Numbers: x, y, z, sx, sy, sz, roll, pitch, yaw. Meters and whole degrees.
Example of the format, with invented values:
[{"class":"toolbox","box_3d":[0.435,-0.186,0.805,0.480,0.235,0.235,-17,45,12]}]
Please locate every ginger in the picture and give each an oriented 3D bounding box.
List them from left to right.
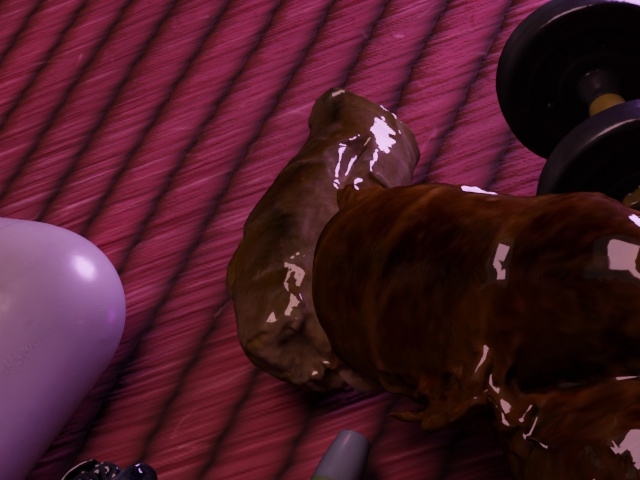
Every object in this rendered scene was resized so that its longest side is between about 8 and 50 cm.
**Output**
[{"class":"ginger","box_3d":[0.000,0.000,1.386,0.116,0.109,0.263,-35,26,40]},{"class":"ginger","box_3d":[0.129,0.081,1.127,0.418,0.176,0.254,15,83,48]}]

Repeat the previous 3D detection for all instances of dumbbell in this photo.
[{"class":"dumbbell","box_3d":[0.206,-0.075,1.308,0.143,0.143,0.325,-22,37,9]}]

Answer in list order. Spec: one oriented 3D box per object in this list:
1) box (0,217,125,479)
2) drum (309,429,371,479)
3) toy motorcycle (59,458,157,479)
[{"class":"box","box_3d":[-0.335,0.097,1.458,0.349,0.141,0.288,8,49,38]},{"class":"drum","box_3d":[-0.044,0.231,1.190,0.130,0.049,0.253,-11,42,23]},{"class":"toy motorcycle","box_3d":[-0.182,0.255,1.225,0.157,0.091,0.263,28,66,39]}]
